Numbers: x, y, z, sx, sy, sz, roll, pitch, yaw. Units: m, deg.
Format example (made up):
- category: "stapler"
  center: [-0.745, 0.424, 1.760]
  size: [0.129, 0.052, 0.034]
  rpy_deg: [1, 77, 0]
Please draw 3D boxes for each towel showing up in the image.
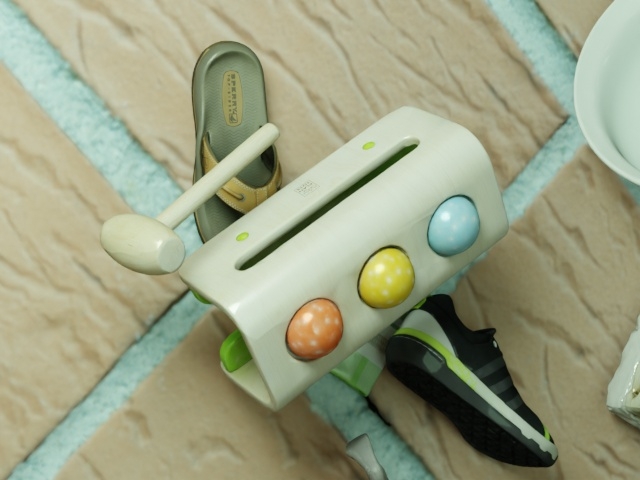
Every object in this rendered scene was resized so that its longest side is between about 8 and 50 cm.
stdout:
- category: "towel"
  center: [0.042, 0.057, 1.499]
  size: [0.113, 0.023, 0.152]
  rpy_deg: [34, 78, -25]

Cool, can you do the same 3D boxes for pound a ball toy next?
- category: "pound a ball toy"
  center: [0.000, 0.000, 1.354]
  size: [0.319, 0.136, 0.208]
  rpy_deg: [-36, 128, -21]

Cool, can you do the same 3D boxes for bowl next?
- category: "bowl"
  center: [0.409, -0.140, 1.564]
  size: [0.298, 0.298, 0.134]
  rpy_deg: [-58, 140, -13]

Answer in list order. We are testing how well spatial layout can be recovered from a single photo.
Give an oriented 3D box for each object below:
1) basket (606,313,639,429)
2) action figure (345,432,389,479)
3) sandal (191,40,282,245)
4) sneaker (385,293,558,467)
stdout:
- category: "basket"
  center: [0.536, 0.111, 1.634]
  size: [0.331, 0.266, 0.328]
  rpy_deg: [32, 77, -28]
- category: "action figure"
  center: [0.041, 0.397, 1.441]
  size: [0.341, 0.178, 0.330]
  rpy_deg: [-44, 102, -21]
- category: "sandal"
  center: [-0.065, -0.067, 1.411]
  size: [0.090, 0.060, 0.219]
  rpy_deg: [-6, 96, -28]
- category: "sneaker"
  center: [0.161, 0.131, 1.533]
  size: [0.234, 0.084, 0.097]
  rpy_deg: [43, 62, -29]
